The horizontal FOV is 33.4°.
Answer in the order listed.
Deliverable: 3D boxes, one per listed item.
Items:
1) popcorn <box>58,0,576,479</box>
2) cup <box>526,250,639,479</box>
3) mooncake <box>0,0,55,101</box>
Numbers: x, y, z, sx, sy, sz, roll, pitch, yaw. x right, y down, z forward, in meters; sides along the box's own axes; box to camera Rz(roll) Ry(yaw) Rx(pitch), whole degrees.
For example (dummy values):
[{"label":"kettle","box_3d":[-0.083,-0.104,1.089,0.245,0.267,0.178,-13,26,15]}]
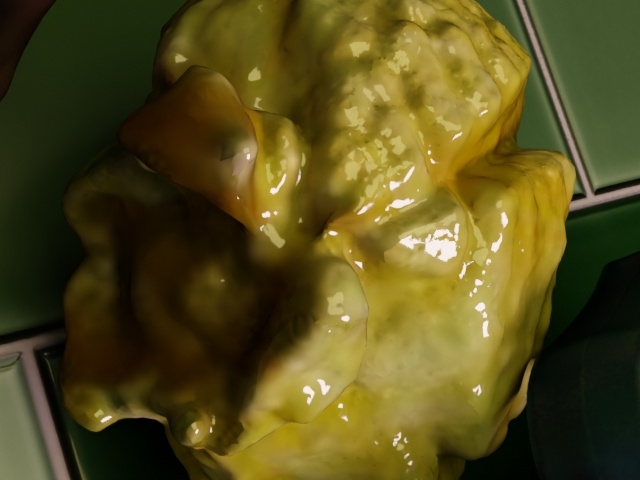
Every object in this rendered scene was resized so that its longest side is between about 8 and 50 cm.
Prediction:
[{"label":"popcorn","box_3d":[0.000,0.000,0.504,0.270,0.224,0.257,70,32,-50]},{"label":"cup","box_3d":[0.191,0.189,0.536,0.308,0.242,0.292,44,30,10]},{"label":"mooncake","box_3d":[-0.231,-0.126,0.375,0.333,0.174,0.326,58,26,16]}]
